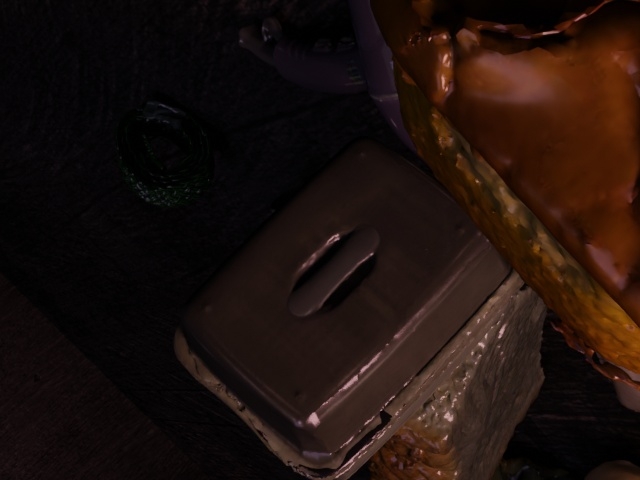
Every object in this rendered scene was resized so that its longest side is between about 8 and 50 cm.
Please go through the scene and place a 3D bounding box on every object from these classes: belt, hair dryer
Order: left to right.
[{"bbox_3d":[-0.211,-0.114,1.407,0.151,0.121,0.079,46,162,19],"label":"belt"},{"bbox_3d":[0.007,-0.210,0.996,0.361,0.121,0.301,9,132,56],"label":"hair dryer"}]

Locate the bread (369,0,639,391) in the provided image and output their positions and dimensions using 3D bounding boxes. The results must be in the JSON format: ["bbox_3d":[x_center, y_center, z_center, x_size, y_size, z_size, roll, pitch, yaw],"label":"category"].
[{"bbox_3d":[0.216,-0.118,0.549,0.398,0.398,0.215,36,162,11],"label":"bread"}]

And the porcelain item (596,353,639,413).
[{"bbox_3d":[0.303,0.092,1.098,0.084,0.054,0.213,-2,132,51],"label":"porcelain item"}]

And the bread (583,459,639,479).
[{"bbox_3d":[0.369,0.465,1.298,0.329,0.245,0.424,54,159,36],"label":"bread"}]

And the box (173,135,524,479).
[{"bbox_3d":[0.028,0.059,0.953,0.220,0.290,0.166,39,168,26],"label":"box"}]

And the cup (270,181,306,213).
[{"bbox_3d":[0.000,0.000,1.316,0.120,0.120,0.141,-6,117,57],"label":"cup"}]

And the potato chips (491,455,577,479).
[{"bbox_3d":[0.283,0.417,1.630,0.358,0.070,0.429,22,148,39],"label":"potato chips"}]

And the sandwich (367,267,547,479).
[{"bbox_3d":[0.150,0.147,1.156,0.131,0.262,0.325,22,148,27],"label":"sandwich"}]
